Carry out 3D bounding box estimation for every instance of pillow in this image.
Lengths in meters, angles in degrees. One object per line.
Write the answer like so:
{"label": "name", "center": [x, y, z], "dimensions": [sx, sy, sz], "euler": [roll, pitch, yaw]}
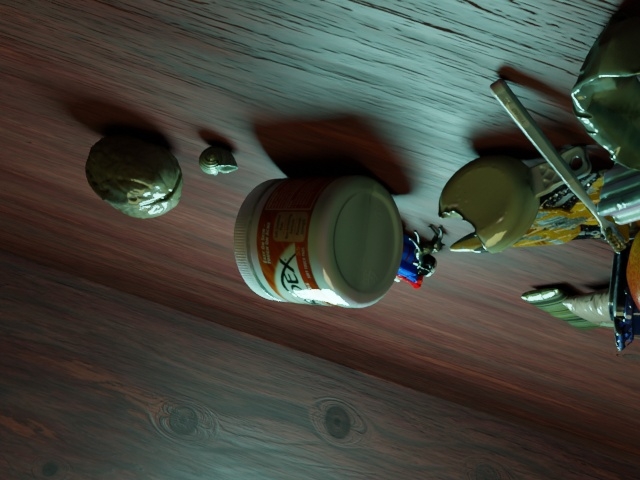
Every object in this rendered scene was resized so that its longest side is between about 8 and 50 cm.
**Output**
{"label": "pillow", "center": [0.556, 0.152, 1.913], "dimensions": [0.203, 0.038, 0.113], "euler": [27, 157, -27]}
{"label": "pillow", "center": [0.637, 0.145, 1.734], "dimensions": [0.223, 0.084, 0.236], "euler": [16, 165, -11]}

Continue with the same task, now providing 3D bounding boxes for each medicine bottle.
{"label": "medicine bottle", "center": [0.000, 0.000, 1.673], "dimensions": [0.241, 0.252, 0.252], "euler": [2, 155, 42]}

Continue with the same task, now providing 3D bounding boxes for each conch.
{"label": "conch", "center": [-0.204, -0.160, 1.722], "dimensions": [0.076, 0.056, 0.085], "euler": [-2, -179, 0]}

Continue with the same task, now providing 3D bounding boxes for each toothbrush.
{"label": "toothbrush", "center": [0.349, -0.104, 1.249], "dimensions": [0.025, 0.030, 0.342], "euler": [-33, 114, 24]}

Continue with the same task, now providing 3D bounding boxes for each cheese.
{"label": "cheese", "center": [0.302, -0.092, 1.365], "dimensions": [0.071, 0.163, 0.249], "euler": [14, 129, -43]}

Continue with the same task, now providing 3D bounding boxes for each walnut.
{"label": "walnut", "center": [-0.398, -0.137, 1.813], "dimensions": [0.230, 0.178, 0.178], "euler": [25, 164, 20]}

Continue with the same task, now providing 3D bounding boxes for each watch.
{"label": "watch", "center": [0.419, -0.153, 1.010], "dimensions": [0.241, 0.161, 0.253], "euler": [19, 162, 22]}

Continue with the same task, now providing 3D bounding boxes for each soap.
{"label": "soap", "center": [0.466, -0.088, 1.215], "dimensions": [0.056, 0.100, 0.149], "euler": [22, 160, -18]}

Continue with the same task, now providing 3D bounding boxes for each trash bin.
{"label": "trash bin", "center": [0.628, 0.103, 1.499], "dimensions": [0.234, 0.184, 0.162], "euler": [5, 159, 22]}

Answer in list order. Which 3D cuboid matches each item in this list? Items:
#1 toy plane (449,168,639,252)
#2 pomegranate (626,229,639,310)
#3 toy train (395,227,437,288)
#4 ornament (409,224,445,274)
{"label": "toy plane", "center": [0.360, -0.034, 1.440], "dimensions": [0.316, 0.103, 0.204], "euler": [-8, 147, 38]}
{"label": "pomegranate", "center": [0.580, 0.032, 1.296], "dimensions": [0.221, 0.221, 0.256], "euler": [14, 126, 15]}
{"label": "toy train", "center": [0.159, 0.026, 1.865], "dimensions": [0.204, 0.082, 0.131], "euler": [25, 159, -21]}
{"label": "ornament", "center": [0.226, 0.024, 1.793], "dimensions": [0.073, 0.028, 0.125], "euler": [-17, 129, 0]}
